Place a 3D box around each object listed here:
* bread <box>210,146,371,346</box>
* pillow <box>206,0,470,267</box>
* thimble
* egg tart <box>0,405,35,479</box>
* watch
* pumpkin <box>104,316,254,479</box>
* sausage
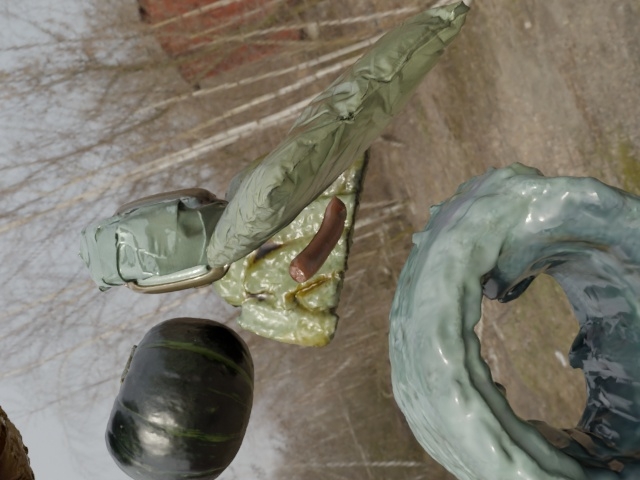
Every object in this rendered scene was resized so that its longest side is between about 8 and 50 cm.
[{"bbox_3d":[-0.065,-0.023,1.371,0.239,0.264,0.394,-54,-26,-79],"label":"bread"},{"bbox_3d":[0.000,-0.100,0.761,0.076,0.281,0.274,45,157,-2],"label":"pillow"},{"bbox_3d":[0.151,0.069,0.504,0.172,0.205,0.250,121,131,-81],"label":"thimble"},{"bbox_3d":[-0.622,0.476,1.218,0.443,0.178,0.442,-1,-90,-83],"label":"egg tart"},{"bbox_3d":[-0.237,0.008,1.098,0.241,0.254,0.161,-27,-76,-77],"label":"watch"},{"bbox_3d":[-0.249,0.295,1.363,0.323,0.242,0.323,-164,90,-82],"label":"pumpkin"},{"bbox_3d":[0.001,-0.001,1.116,0.040,0.047,0.176,-54,2,46],"label":"sausage"}]
